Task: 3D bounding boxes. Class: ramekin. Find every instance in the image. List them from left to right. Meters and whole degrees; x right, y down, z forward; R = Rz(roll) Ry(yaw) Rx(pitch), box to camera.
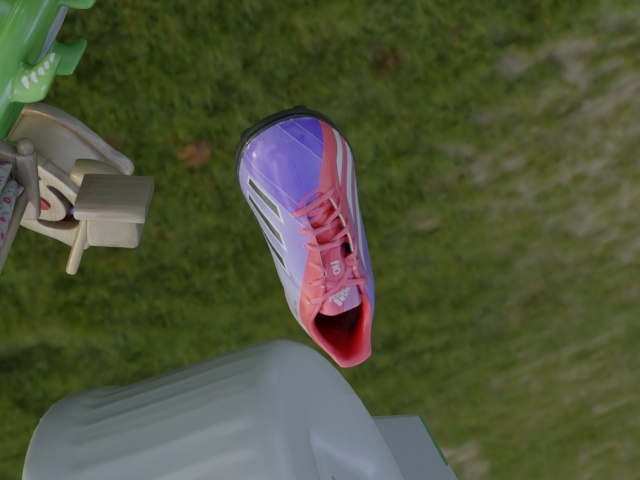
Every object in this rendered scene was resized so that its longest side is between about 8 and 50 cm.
[{"bbox_3d":[-0.028,0.186,0.797,0.135,0.277,0.277,-24,152,13],"label":"ramekin"}]

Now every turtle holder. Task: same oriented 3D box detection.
[{"bbox_3d":[-0.387,-0.190,1.574,0.227,0.320,0.243,25,173,-7],"label":"turtle holder"}]

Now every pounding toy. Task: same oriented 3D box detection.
[{"bbox_3d":[-0.325,-0.055,1.774,0.154,0.154,0.269,30,156,-8],"label":"pounding toy"}]

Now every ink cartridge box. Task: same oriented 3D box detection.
[{"bbox_3d":[0.075,0.335,1.810,0.093,0.154,0.212,1,134,-35],"label":"ink cartridge box"}]

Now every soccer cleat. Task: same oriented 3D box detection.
[{"bbox_3d":[0.000,0.000,1.381,0.109,0.116,0.318,-21,147,-4],"label":"soccer cleat"}]

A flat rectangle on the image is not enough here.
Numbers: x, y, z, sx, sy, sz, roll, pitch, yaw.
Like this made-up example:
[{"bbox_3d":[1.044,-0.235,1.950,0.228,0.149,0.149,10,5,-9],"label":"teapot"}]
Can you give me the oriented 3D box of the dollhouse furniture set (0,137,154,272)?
[{"bbox_3d":[-0.289,-0.013,0.842,0.356,0.303,0.173,2,123,0],"label":"dollhouse furniture set"}]
